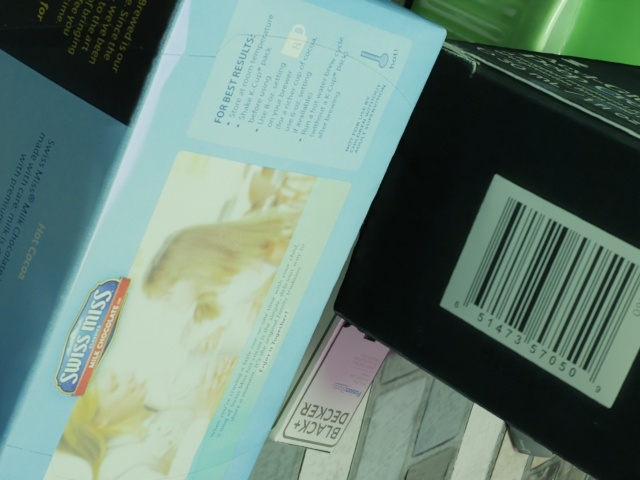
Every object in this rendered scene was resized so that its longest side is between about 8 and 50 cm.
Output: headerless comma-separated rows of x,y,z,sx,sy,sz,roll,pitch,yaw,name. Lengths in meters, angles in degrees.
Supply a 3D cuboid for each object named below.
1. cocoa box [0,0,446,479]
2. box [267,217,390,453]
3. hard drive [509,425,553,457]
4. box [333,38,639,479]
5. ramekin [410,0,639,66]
-0.129,-0.031,0.795,0.231,0.228,0.347,7,110,-53,cocoa box
0.000,0.000,1.034,0.087,0.169,0.290,23,99,-55,box
0.298,0.155,1.627,0.172,0.054,0.254,-42,143,-21,hard drive
0.258,0.013,0.967,0.395,0.293,0.212,-5,121,-55,box
0.211,-0.181,1.170,0.303,0.148,0.303,-32,138,-33,ramekin
